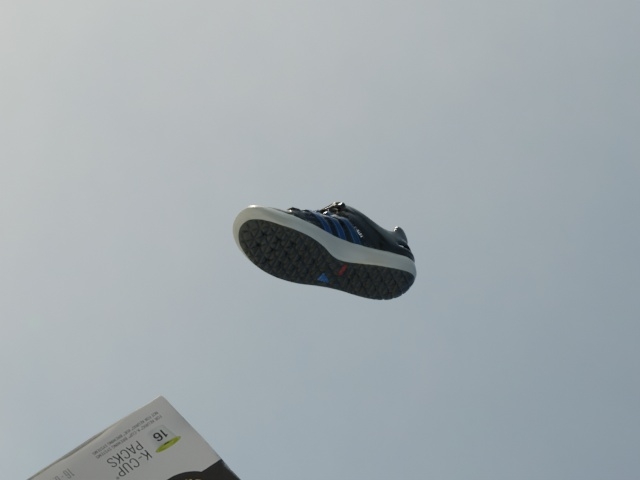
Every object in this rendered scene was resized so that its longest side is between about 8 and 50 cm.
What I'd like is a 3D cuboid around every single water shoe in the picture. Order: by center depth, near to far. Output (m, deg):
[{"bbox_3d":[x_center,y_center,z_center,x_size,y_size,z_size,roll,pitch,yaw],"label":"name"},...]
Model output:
[{"bbox_3d":[0.000,0.000,1.985,0.073,0.203,0.080,-49,-148,35],"label":"water shoe"}]

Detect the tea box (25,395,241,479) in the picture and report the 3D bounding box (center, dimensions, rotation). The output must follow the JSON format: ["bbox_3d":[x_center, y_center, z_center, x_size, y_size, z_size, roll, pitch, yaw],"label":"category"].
[{"bbox_3d":[-0.084,0.353,1.389,0.323,0.220,0.329,41,-27,34],"label":"tea box"}]
